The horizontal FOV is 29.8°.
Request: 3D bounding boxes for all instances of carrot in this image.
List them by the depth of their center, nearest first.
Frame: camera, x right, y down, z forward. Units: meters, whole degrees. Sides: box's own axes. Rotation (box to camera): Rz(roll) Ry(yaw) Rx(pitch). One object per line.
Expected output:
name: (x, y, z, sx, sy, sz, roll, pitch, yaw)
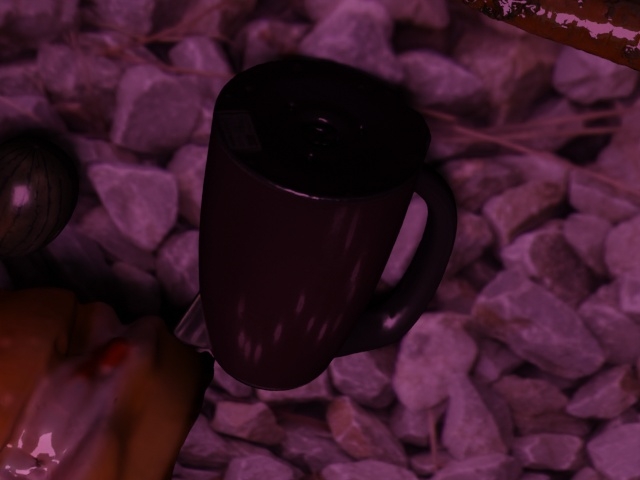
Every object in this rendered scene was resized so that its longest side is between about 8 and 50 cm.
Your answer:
carrot: (0.122, -0.161, 0.778, 0.255, 0.049, 0.049, 19, 128, 3)

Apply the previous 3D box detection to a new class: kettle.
kettle: (0.000, 0.000, 0.880, 0.202, 0.144, 0.232, -7, 138, -21)

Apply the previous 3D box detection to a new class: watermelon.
watermelon: (-0.230, -0.032, 0.924, 0.078, 0.078, 0.110, 32, 128, -12)

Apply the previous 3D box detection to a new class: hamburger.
hamburger: (-0.242, 0.162, 0.961, 0.237, 0.276, 0.276, 28, 127, -12)
